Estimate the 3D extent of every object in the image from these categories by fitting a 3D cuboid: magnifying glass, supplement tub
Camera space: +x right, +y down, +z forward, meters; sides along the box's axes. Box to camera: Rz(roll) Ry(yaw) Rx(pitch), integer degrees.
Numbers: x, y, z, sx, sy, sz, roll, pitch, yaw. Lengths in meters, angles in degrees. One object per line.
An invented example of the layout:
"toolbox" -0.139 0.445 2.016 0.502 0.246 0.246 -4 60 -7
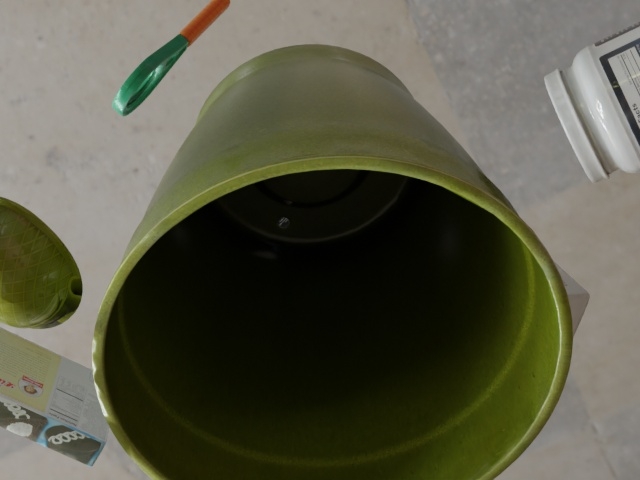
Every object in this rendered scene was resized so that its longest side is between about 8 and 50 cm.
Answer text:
"magnifying glass" -0.202 -0.255 1.611 0.231 0.026 0.092 -52 180 -23
"supplement tub" 0.466 -0.209 1.616 0.272 0.191 0.191 -24 144 17

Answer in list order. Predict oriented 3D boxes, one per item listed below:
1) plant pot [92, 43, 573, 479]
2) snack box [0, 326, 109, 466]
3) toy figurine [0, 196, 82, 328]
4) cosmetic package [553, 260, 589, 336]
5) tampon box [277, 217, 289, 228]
"plant pot" 0.000 0.000 1.046 0.366 0.353 0.366 -2 124 -3
"snack box" -0.492 0.231 1.916 0.322 0.187 0.060 28 110 -14
"toy figurine" -0.344 -0.024 0.835 0.191 0.217 0.362 -35 105 4
"cosmetic package" 0.137 0.136 1.883 0.394 0.329 0.327 0 122 -30
"tampon box" -0.097 -0.104 1.750 0.101 0.120 0.161 -45 132 -2
